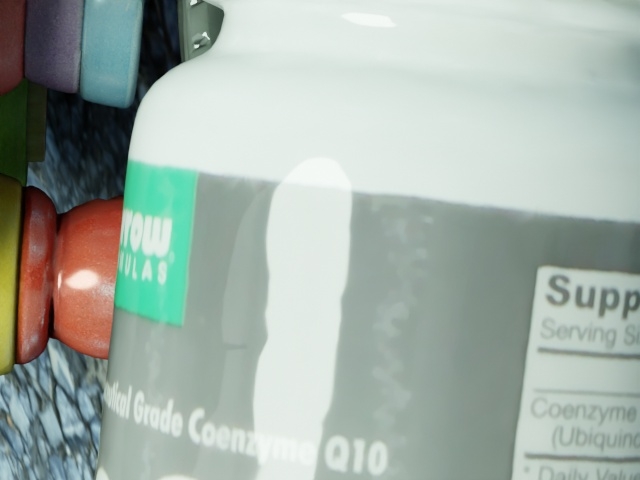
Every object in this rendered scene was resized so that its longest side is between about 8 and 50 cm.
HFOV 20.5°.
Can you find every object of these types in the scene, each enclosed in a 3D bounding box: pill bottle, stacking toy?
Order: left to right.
[{"bbox_3d":[-0.135,-0.099,1.026,0.279,0.130,0.309,-101,16,-58],"label":"stacking toy"},{"bbox_3d":[0.030,0.050,0.583,0.204,0.204,0.361,9,94,59],"label":"pill bottle"}]

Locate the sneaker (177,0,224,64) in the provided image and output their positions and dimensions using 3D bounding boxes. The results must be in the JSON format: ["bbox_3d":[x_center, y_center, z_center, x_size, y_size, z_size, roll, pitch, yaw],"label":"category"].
[{"bbox_3d":[0.000,0.000,0.764,0.139,0.125,0.341,-15,87,66],"label":"sneaker"}]
